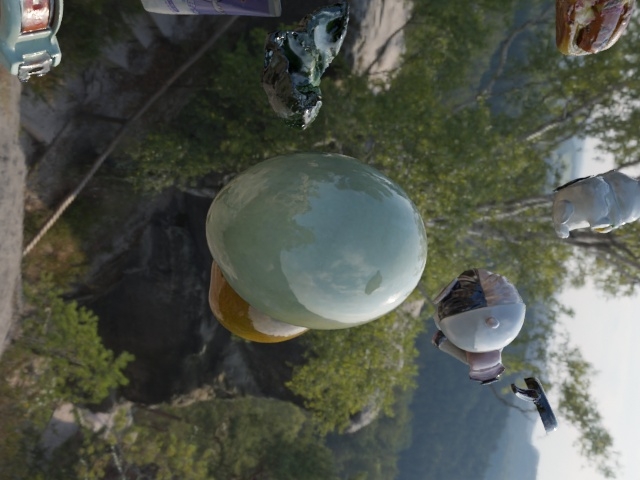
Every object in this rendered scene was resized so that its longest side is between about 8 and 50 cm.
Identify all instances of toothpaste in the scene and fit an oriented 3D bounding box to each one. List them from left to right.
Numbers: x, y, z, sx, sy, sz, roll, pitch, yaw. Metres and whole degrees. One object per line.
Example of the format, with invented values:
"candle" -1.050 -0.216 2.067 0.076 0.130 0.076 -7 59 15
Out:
"toothpaste" -0.205 -0.475 1.136 0.080 0.371 0.125 -27 120 -43

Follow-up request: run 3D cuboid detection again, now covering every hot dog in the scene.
"hot dog" 0.558 -0.511 1.254 0.153 0.150 0.257 -77 160 -67

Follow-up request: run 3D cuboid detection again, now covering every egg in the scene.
"egg" 0.000 0.000 0.646 0.253 0.186 0.187 14 85 -33

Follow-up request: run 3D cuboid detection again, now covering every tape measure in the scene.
"tape measure" -0.545 -0.453 1.064 0.125 0.243 0.246 -33 172 -43

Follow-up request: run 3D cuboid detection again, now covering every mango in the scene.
"mango" -0.059 0.067 1.301 0.221 0.378 0.264 111 -40 -66

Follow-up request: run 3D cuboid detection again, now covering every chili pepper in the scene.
"chili pepper" -0.037 -0.296 1.042 0.148 0.116 0.265 111 -4 -52

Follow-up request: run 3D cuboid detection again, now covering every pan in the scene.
"pan" 0.421 0.308 1.194 0.212 0.040 0.115 40 28 -47

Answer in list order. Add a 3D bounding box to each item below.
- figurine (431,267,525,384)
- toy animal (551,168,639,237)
"figurine" 0.456 0.229 1.706 0.211 0.253 0.361 58 -10 39
"toy animal" 0.744 -0.105 1.565 0.208 0.325 0.154 46 25 -86
